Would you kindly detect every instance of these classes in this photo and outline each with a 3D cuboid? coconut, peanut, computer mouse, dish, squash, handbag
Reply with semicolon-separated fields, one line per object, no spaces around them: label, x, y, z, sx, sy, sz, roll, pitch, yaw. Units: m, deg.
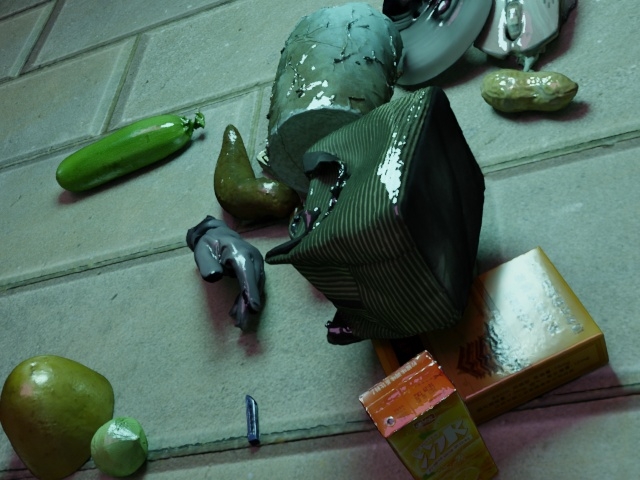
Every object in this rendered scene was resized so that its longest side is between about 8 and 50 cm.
coconut;-0.305;0.315;1.155;0.096;0.088;0.088;-26;39;35
peanut;0.358;-0.259;1.311;0.174;0.080;0.080;9;56;35
computer mouse;0.382;-0.463;1.461;0.199;0.115;0.389;-8;47;27
dish;0.189;-0.456;1.480;0.273;0.133;0.274;-29;46;34
squash;-0.431;-0.203;1.689;0.378;0.101;0.101;-19;44;11
handbag;0.085;-0.027;1.050;0.240;0.247;0.341;-16;37;31

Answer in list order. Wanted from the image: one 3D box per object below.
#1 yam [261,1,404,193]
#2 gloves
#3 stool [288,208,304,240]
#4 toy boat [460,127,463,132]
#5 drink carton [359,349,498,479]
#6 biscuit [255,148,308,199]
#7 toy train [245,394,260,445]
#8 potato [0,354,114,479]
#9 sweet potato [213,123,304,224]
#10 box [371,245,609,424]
yam;0.026;-0.248;1.331;0.240;0.241;0.348;-13;39;19
gloves;-0.164;0.040;1.299;0.119;0.142;0.285;-53;41;18
stool;0.000;0.000;1.251;0.096;0.110;0.096;-13;47;15
toy boat;0.132;-0.084;1.272;0.129;0.088;0.295;13;67;37
drink carton;0.133;0.230;0.885;0.096;0.223;0.071;-35;44;-3
biscuit;-0.029;-0.151;1.457;0.121;0.041;0.199;-38;44;-13
toy train;-0.102;0.266;1.134;0.017;0.017;0.083;-19;45;10
potato;-0.451;0.263;1.238;0.178;0.158;0.204;-4;46;25
sweet potato;-0.140;-0.102;1.435;0.124;0.098;0.310;-39;48;-4
box;0.220;0.144;1.023;0.274;0.076;0.174;-27;42;5
